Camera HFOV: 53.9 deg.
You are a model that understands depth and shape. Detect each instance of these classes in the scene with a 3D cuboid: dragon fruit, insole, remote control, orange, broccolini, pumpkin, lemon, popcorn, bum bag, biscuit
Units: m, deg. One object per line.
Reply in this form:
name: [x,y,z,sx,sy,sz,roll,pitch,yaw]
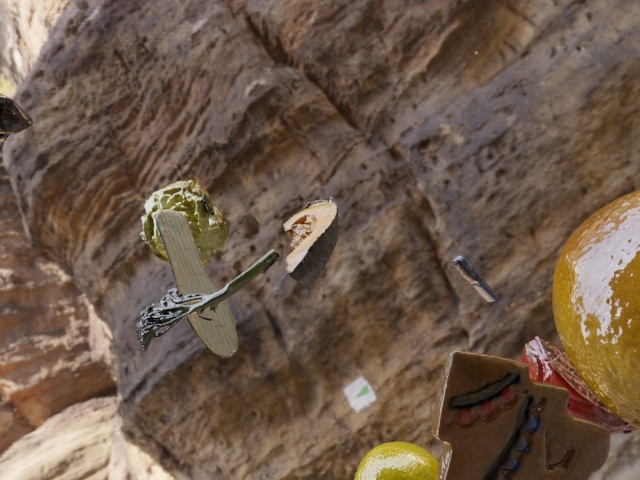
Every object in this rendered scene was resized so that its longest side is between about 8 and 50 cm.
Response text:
dragon fruit: [0.561,0.392,1.411,0.205,0.316,0.152,-62,0,32]
insole: [-0.257,0.083,1.297,0.009,0.349,0.119,-37,-21,33]
remote control: [0.399,0.101,1.631,0.027,0.152,0.043,-49,9,-28]
orange: [0.360,0.074,0.627,0.264,0.264,0.264,-27,-18,-9]
broccolini: [-0.188,0.084,1.063,0.271,0.123,0.062,-30,-54,1]
pumpkin: [0.003,0.004,1.612,0.163,0.111,0.279,-34,27,14]
lemon: [0.162,0.495,1.254,0.203,0.179,0.178,-1,4,40]
popcorn: [-0.405,-0.037,1.894,0.237,0.293,0.293,-30,-18,0]
bum bag: [-0.693,-0.246,1.280,0.340,0.144,0.095,-8,49,50]
biscuit: [0.249,0.279,0.846,0.278,0.302,0.043,-37,8,-14]
